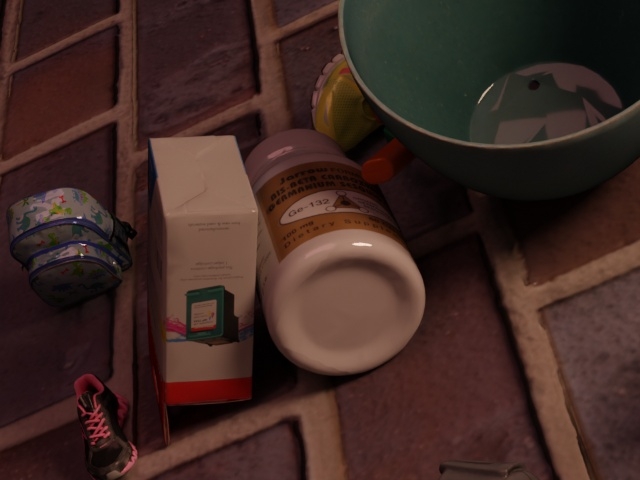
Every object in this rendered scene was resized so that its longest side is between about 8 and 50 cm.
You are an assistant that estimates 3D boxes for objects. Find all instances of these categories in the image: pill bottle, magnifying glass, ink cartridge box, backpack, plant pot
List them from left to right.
[{"bbox_3d":[-0.246,0.006,1.586,0.105,0.114,0.084,-20,54,13],"label":"backpack"},{"bbox_3d":[-0.102,0.043,1.370,0.078,0.231,0.134,-3,32,-11],"label":"ink cartridge box"},{"bbox_3d":[0.000,0.000,1.385,0.131,0.131,0.229,-28,33,4],"label":"pill bottle"},{"bbox_3d":[0.084,-0.088,1.454,0.092,0.026,0.231,-12,10,22],"label":"magnifying glass"},{"bbox_3d":[0.178,-0.146,1.351,0.290,0.195,0.290,-7,59,12],"label":"plant pot"}]

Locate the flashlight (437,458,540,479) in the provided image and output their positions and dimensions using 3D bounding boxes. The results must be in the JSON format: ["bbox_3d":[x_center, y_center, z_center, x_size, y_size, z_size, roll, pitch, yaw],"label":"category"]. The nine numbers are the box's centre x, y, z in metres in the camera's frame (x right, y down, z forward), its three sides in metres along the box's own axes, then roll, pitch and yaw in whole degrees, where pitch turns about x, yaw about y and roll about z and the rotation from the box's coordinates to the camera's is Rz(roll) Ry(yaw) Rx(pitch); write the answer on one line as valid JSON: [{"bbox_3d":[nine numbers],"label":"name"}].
[{"bbox_3d":[0.204,0.182,1.010,0.304,0.103,0.103,1,45,38],"label":"flashlight"}]

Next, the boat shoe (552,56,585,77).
[{"bbox_3d":[0.216,-0.190,1.543,0.066,0.066,0.183,-31,42,-10],"label":"boat shoe"}]

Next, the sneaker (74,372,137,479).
[{"bbox_3d":[-0.190,0.158,1.393,0.047,0.057,0.119,-27,34,2],"label":"sneaker"}]

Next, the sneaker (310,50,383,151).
[{"bbox_3d":[0.073,-0.158,1.589,0.094,0.081,0.208,14,53,45],"label":"sneaker"}]
